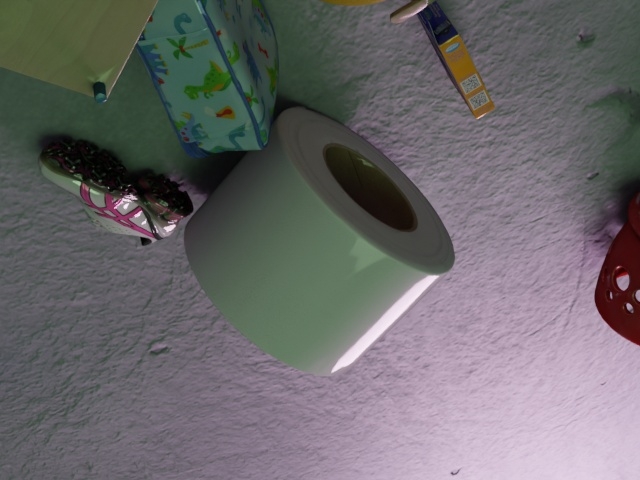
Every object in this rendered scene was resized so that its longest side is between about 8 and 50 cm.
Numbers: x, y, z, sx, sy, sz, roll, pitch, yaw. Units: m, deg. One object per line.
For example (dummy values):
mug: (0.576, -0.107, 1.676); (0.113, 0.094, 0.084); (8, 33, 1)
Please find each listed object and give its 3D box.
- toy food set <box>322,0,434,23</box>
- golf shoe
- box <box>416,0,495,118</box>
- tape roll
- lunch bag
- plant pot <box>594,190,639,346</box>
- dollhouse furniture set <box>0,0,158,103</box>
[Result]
toy food set: (0.027, -0.289, 1.141); (0.218, 0.071, 0.128); (13, 153, -29)
golf shoe: (-0.226, -0.042, 1.263); (0.186, 0.067, 0.086); (26, 119, -40)
box: (0.138, -0.199, 1.259); (0.028, 0.081, 0.136); (-29, 137, 5)
tape roll: (0.000, 0.000, 1.276); (0.246, 0.246, 0.169); (24, 120, -39)
lunch bag: (-0.105, -0.197, 1.090); (0.090, 0.176, 0.219); (-7, 141, 14)
plant pot: (0.467, 0.030, 1.554); (0.191, 0.191, 0.174); (-8, 130, -16)
dollhouse furniture set: (-0.267, -0.225, 0.948); (0.303, 0.198, 0.286); (15, 125, -27)
